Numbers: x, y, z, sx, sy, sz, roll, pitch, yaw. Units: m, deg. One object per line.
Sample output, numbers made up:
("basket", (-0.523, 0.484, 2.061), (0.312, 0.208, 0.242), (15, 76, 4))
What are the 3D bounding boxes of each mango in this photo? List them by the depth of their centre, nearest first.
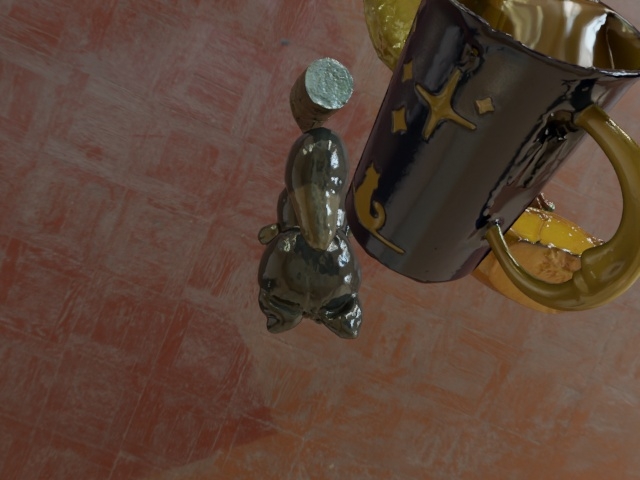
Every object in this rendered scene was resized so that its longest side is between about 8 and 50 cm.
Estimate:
("mango", (0.262, 0.010, 0.671), (0.252, 0.154, 0.126), (22, 116, 3))

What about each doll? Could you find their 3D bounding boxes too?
("doll", (-0.036, 0.002, 0.984), (0.252, 0.379, 0.383), (-8, 65, 12))

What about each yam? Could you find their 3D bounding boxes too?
("yam", (-0.012, -0.281, 0.963), (0.106, 0.259, 0.106), (0, 92, -14))

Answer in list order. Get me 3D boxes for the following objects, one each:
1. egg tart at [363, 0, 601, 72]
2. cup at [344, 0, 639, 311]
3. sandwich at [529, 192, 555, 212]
("egg tart", (0.208, -0.328, 0.639), (0.314, 0.120, 0.315), (-2, 85, 28))
("cup", (0.129, -0.062, 0.417), (0.178, 0.255, 0.256), (14, 136, -7))
("sandwich", (0.358, -0.074, 0.885), (0.135, 0.029, 0.067), (26, 131, 12))
